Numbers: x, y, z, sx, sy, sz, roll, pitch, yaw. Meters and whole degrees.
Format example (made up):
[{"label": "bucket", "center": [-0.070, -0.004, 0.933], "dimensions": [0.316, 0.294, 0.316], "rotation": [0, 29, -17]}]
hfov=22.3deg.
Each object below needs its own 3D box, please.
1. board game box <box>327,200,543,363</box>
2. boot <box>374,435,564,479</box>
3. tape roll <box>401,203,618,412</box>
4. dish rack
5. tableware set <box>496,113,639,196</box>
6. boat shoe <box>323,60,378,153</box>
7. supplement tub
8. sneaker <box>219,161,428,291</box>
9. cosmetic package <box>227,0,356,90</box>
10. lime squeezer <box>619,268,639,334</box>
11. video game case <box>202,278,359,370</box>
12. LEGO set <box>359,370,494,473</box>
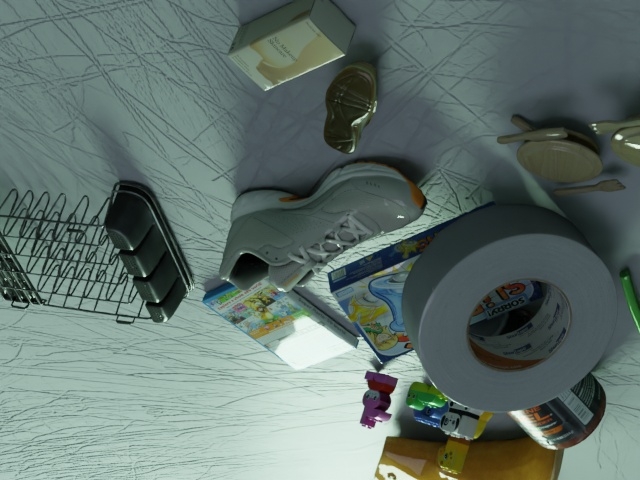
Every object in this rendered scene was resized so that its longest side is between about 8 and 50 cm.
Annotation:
[{"label": "board game box", "center": [0.127, 0.049, 1.780], "dimensions": [0.201, 0.035, 0.136], "rotation": [-24, 132, 13]}, {"label": "boot", "center": [0.183, 0.295, 2.094], "dimensions": [0.211, 0.104, 0.295], "rotation": [19, 149, -2]}, {"label": "tape roll", "center": [0.199, 0.072, 1.714], "dimensions": [0.219, 0.072, 0.219], "rotation": [-6, 119, -10]}, {"label": "dish rack", "center": [-0.309, 0.014, 1.971], "dimensions": [0.271, 0.074, 0.208], "rotation": [5, 142, 21]}, {"label": "tableware set", "center": [0.281, -0.096, 1.579], "dimensions": [0.194, 0.039, 0.128], "rotation": [-5, 150, 39]}, {"label": "boat shoe", "center": [0.033, -0.142, 1.622], "dimensions": [0.050, 0.045, 0.135], "rotation": [26, 149, 3]}, {"label": "supplement tub", "center": [0.239, 0.150, 1.871], "dimensions": [0.106, 0.106, 0.198], "rotation": [-16, 132, 39]}, {"label": "sneaker", "center": [0.000, 0.000, 1.763], "dimensions": [0.262, 0.121, 0.099], "rotation": [-14, 134, 38]}, {"label": "cosmetic package", "center": [-0.028, -0.194, 1.582], "dimensions": [0.115, 0.041, 0.060], "rotation": [-20, 129, 42]}, {"label": "lime squeezer", "center": [0.423, 0.145, 1.823], "dimensions": [0.310, 0.059, 0.110], "rotation": [32, 143, -17]}, {"label": "video game case", "center": [-0.050, 0.100, 2.013], "dimensions": [0.166, 0.015, 0.119], "rotation": [37, 141, -25]}, {"label": "LEGO set", "center": [0.139, 0.228, 1.976], "dimensions": [0.087, 0.093, 0.227], "rotation": [22, 171, -31]}]
